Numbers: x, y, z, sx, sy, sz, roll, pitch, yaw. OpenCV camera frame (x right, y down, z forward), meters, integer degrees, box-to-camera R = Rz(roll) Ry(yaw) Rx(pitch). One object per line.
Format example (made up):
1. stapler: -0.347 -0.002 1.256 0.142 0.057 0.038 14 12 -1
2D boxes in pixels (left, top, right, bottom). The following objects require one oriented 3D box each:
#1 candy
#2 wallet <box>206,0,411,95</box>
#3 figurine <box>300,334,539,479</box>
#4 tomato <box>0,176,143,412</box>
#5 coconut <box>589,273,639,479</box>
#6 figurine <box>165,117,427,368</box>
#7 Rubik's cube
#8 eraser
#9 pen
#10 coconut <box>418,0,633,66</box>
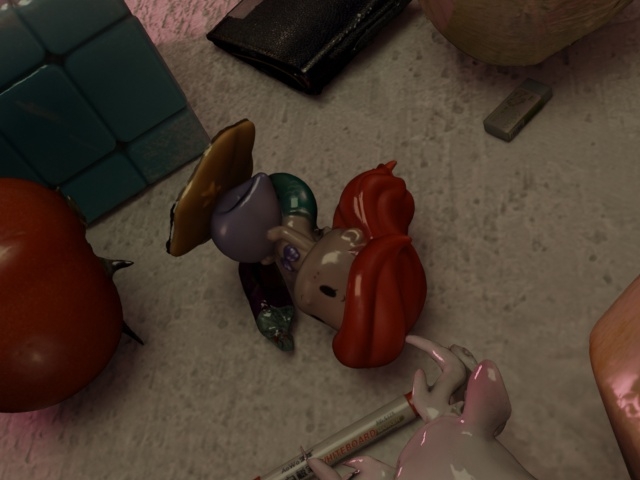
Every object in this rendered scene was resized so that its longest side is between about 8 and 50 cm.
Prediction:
1. candy: -0.061 0.053 0.930 0.045 0.043 0.175 -3 45 -25
2. wallet: -0.015 -0.320 1.189 0.221 0.071 0.262 -48 48 -10
3. figurine: 0.115 0.223 0.620 0.206 0.284 0.315 -32 76 -8
4. tomato: -0.334 0.059 0.911 0.224 0.255 0.256 -34 47 -25
5. coconut: 0.366 0.100 0.520 0.415 0.415 0.345 -44 68 -12
6. figurine: 0.000 -0.003 0.854 0.257 0.208 0.180 31 109 8
7. Rubik's cube: -0.384 -0.224 1.099 0.316 0.321 0.318 -32 50 -4
8. eraser: 0.230 -0.153 0.979 0.083 0.019 0.038 -46 50 -14
9. pen: -0.004 0.208 0.798 0.239 0.028 0.028 -30 49 -1
10. coconut: 0.223 -0.344 0.955 0.255 0.297 0.297 -38 49 -10
